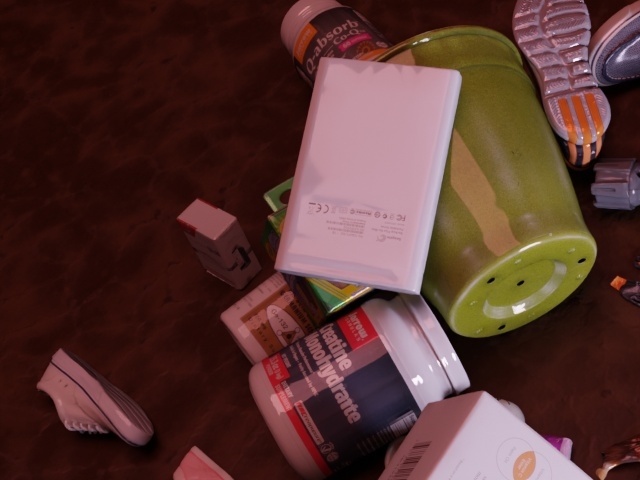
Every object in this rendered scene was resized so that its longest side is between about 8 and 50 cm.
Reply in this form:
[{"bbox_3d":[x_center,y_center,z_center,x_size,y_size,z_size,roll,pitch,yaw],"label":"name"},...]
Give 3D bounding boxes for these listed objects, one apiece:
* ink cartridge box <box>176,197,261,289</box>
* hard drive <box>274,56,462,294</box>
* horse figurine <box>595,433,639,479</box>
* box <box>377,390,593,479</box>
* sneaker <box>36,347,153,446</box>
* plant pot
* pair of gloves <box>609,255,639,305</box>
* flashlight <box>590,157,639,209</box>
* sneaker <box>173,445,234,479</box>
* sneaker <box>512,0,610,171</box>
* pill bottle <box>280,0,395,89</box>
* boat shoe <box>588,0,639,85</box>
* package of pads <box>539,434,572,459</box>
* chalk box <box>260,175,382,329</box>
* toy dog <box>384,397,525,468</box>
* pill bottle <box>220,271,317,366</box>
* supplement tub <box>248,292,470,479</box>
[{"bbox_3d":[-0.167,0.006,1.975,0.099,0.135,0.056,27,64,36],"label":"ink cartridge box"},{"bbox_3d":[0.065,-0.092,1.626,0.203,0.040,0.308,9,79,20],"label":"hard drive"},{"bbox_3d":[0.465,0.318,1.494,0.174,0.066,0.263,-26,42,-12],"label":"horse figurine"},{"bbox_3d":[0.228,0.367,1.365,0.345,0.168,0.215,40,69,-5],"label":"box"},{"bbox_3d":[-0.359,0.270,1.888,0.258,0.094,0.091,31,88,43],"label":"sneaker"},{"bbox_3d":[0.220,-0.060,1.755,0.366,0.366,0.353,-28,60,0],"label":"plant pot"},{"bbox_3d":[0.475,0.057,1.743,0.083,0.010,0.074,-42,49,-12],"label":"pair of gloves"},{"bbox_3d":[0.558,-0.077,1.757,0.304,0.103,0.103,3,58,24],"label":"flashlight"},{"bbox_3d":[-0.166,0.362,1.744,0.070,0.051,0.134,-47,47,-15],"label":"sneaker"},{"bbox_3d":[0.377,-0.251,1.901,0.124,0.180,0.321,-7,64,5],"label":"sneaker"},{"bbox_3d":[0.045,-0.322,2.133,0.162,0.162,0.278,-34,48,-5],"label":"pill bottle"},{"bbox_3d":[0.602,-0.329,1.921,0.340,0.127,0.158,-30,40,-3],"label":"boat shoe"},{"bbox_3d":[0.308,0.304,1.600,0.050,0.032,0.083,3,55,22],"label":"package of pads"},{"bbox_3d":[0.000,0.000,1.732,0.132,0.132,0.213,-32,81,-14],"label":"chalk box"},{"bbox_3d":[0.177,0.341,1.538,0.220,0.161,0.334,-12,49,13],"label":"toy dog"},{"bbox_3d":[-0.029,0.101,1.841,0.229,0.131,0.131,-37,48,-8],"label":"pill bottle"},{"bbox_3d":[0.053,0.201,1.684,0.272,0.191,0.191,-30,47,-2],"label":"supplement tub"}]
